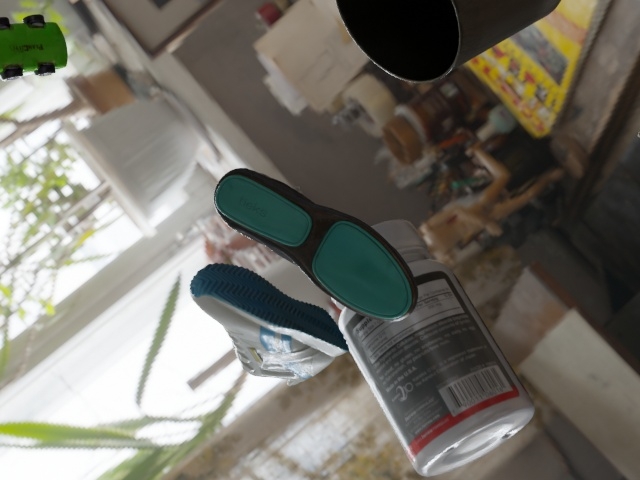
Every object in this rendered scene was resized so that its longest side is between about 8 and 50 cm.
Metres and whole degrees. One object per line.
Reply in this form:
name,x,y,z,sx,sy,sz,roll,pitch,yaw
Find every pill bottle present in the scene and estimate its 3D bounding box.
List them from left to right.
pill bottle,0.122,0.127,1.312,0.283,0.161,0.161,61,174,25

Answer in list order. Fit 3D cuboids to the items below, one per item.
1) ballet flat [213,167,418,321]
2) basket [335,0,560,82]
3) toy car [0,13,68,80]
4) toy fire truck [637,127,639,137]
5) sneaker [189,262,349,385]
ballet flat,0.000,0.000,0.939,0.203,0.074,0.074,32,166,8
basket,0.164,-0.293,1.245,0.204,0.227,0.154,40,138,32
toy car,-0.346,-0.177,1.037,0.053,0.225,0.239,-11,94,40
toy fire truck,0.625,-0.181,1.642,0.246,0.217,0.158,23,155,-33
sneaker,-0.067,0.101,1.187,0.229,0.092,0.087,33,-157,-43
